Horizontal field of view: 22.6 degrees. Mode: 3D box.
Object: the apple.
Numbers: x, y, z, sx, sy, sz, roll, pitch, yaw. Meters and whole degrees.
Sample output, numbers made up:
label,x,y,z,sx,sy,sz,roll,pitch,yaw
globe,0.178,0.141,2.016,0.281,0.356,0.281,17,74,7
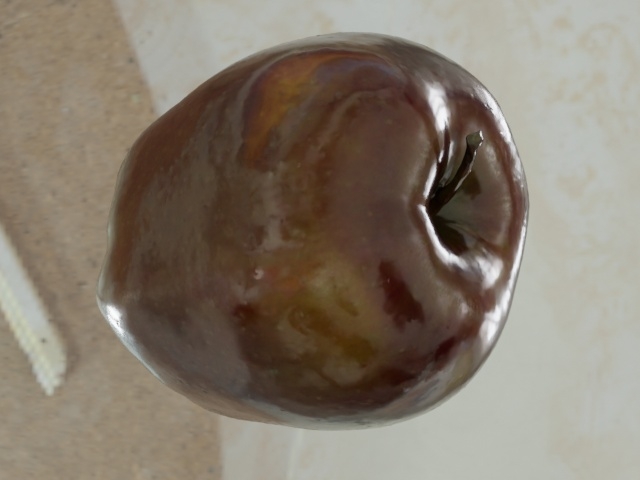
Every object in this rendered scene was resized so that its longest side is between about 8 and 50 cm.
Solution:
label,x,y,z,sx,sy,sz,roll,pitch,yaw
apple,0.000,0.000,1.176,0.288,0.317,0.288,29,-128,-47
